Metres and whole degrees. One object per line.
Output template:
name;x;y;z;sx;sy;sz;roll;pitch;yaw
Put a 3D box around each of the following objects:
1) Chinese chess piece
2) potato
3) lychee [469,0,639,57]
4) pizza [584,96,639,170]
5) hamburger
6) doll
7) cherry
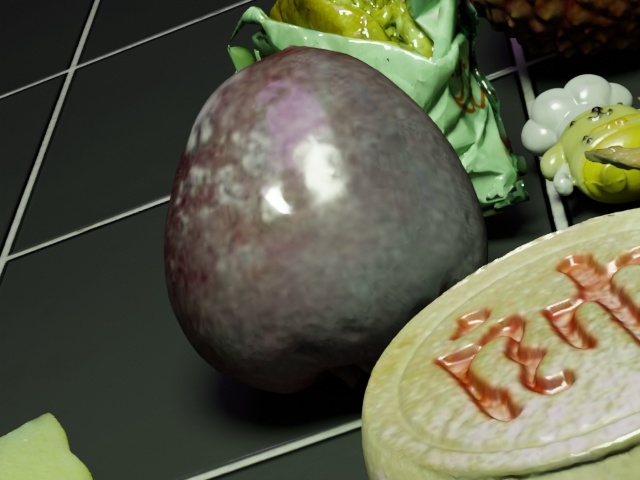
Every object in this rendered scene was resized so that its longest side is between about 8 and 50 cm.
Chinese chess piece;0.155;0.089;1.010;0.270;0.112;0.270;-21;23;9
potato;-0.190;0.191;1.205;0.120;0.081;0.149;30;33;26
lychee;0.227;-0.264;1.534;0.267;0.267;0.267;-20;24;9
pizza;0.302;-0.055;1.231;0.262;0.034;0.181;2;38;24
hamburger;0.017;-0.118;1.373;0.150;0.276;0.260;-25;23;-25
doll;0.202;-0.073;1.368;0.106;0.062;0.162;-22;22;-5
cherry;0.000;0.000;1.242;0.213;0.266;0.183;-16;-11;14
